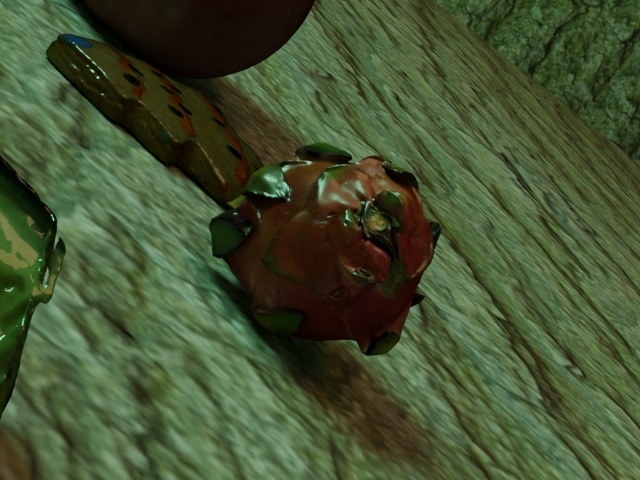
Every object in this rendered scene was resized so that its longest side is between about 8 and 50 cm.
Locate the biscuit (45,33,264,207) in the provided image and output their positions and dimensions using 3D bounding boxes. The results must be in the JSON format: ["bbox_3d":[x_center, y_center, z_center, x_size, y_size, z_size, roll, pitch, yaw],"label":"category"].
[{"bbox_3d":[-0.079,-0.065,0.756,0.130,0.019,0.119,31,16,-31],"label":"biscuit"}]

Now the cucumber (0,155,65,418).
[{"bbox_3d":[-0.144,-0.032,0.400,0.220,0.070,0.046,43,-16,6],"label":"cucumber"}]

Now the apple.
[{"bbox_3d":[-0.075,-0.162,0.867,0.153,0.120,0.153,39,19,-16],"label":"apple"}]

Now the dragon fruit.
[{"bbox_3d":[-0.002,0.001,0.636,0.116,0.086,0.081,7,-54,44],"label":"dragon fruit"}]
